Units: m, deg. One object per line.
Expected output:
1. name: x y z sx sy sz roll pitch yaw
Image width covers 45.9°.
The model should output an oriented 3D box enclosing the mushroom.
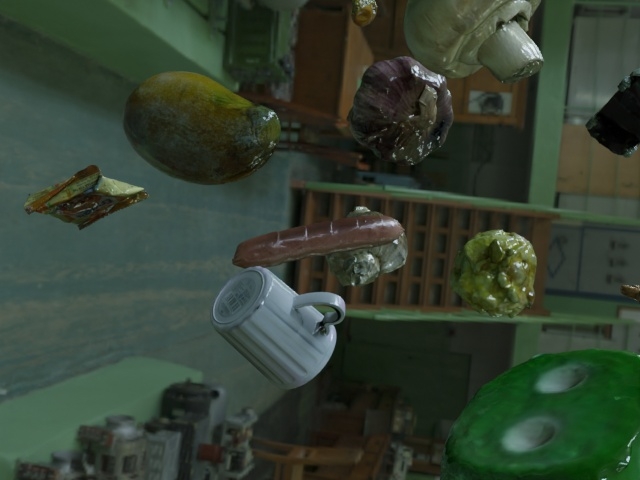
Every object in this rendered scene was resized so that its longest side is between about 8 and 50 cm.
1. mushroom: 0.275 -0.363 1.244 0.260 0.234 0.254 -40 165 -3

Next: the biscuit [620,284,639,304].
1. biscuit: 0.705 0.129 1.556 0.250 0.166 0.036 -34 138 -81

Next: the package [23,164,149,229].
1. package: -0.283 -0.050 0.916 0.121 0.108 0.031 31 38 -71

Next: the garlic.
1. garlic: 0.184 -0.271 1.625 0.160 0.245 0.244 -129 -145 -57

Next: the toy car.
1. toy car: 0.521 -0.214 1.260 0.056 0.095 0.205 -45 169 -24

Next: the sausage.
1. sausage: 0.001 -0.001 1.789 0.088 0.433 0.087 170 -90 -75

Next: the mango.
1. mango: -0.201 -0.189 1.284 0.146 0.316 0.192 -45 137 -49

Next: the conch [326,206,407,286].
1. conch: 0.117 -0.002 2.028 0.159 0.210 0.291 61 24 -50

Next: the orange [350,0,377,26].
1. orange: 0.111 -0.584 1.908 0.086 0.062 0.086 6 90 -77

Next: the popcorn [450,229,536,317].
1. popcorn: 0.364 0.065 1.573 0.187 0.167 0.185 -77 174 -67

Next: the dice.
1. dice: 0.353 0.335 1.006 0.300 0.287 0.297 -40 112 -43

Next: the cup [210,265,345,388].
1. cup: -0.074 0.145 1.441 0.202 0.221 0.167 46 2 -33
